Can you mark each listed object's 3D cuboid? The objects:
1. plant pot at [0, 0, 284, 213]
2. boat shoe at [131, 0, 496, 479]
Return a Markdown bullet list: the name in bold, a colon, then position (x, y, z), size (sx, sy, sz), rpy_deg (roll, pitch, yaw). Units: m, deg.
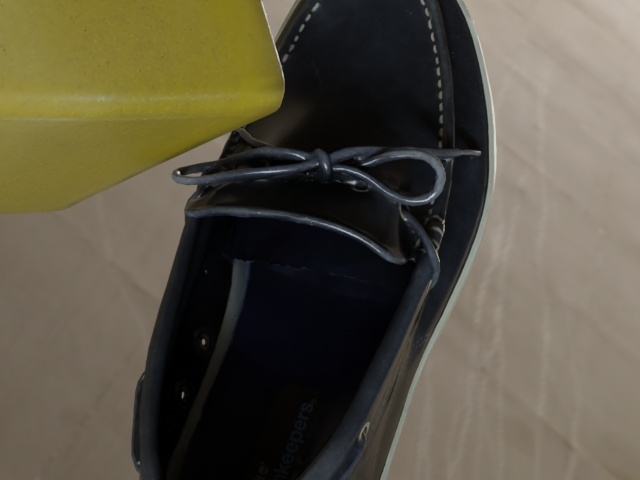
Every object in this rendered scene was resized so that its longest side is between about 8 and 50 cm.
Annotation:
- **plant pot**: position (-0.175, -0.120, 0.717), size (0.187, 0.212, 0.212), rpy_deg (-15, -93, -41)
- **boat shoe**: position (0.000, 0.000, 1.013), size (0.186, 0.156, 0.500), rpy_deg (9, -119, 14)
